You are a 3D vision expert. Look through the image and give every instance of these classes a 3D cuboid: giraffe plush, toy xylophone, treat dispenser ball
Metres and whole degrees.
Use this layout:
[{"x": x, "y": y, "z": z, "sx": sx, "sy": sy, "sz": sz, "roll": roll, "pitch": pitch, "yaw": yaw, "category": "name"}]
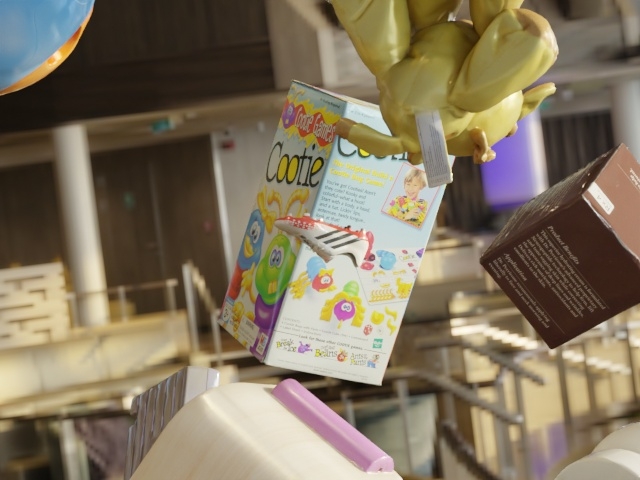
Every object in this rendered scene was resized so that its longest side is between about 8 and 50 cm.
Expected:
[{"x": 0.114, "y": -0.133, "z": 1.163, "sx": 0.181, "sy": 0.210, "sz": 0.170, "roll": 4, "pitch": -6, "yaw": 20, "category": "giraffe plush"}, {"x": -0.073, "y": 0.244, "z": 0.834, "sx": 0.236, "sy": 0.323, "sz": 0.081, "roll": 46, "pitch": 9, "yaw": 39, "category": "toy xylophone"}, {"x": -0.399, "y": -0.305, "z": 1.630, "sx": 0.288, "sy": 0.288, "sz": 0.288, "roll": -7, "pitch": 0, "yaw": 0, "category": "treat dispenser ball"}]

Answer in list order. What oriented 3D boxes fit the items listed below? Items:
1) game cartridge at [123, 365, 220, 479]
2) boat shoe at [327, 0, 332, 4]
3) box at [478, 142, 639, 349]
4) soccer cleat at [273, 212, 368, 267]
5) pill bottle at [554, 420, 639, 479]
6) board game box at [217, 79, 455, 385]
[{"x": -0.188, "y": 0.345, "z": 1.728, "sx": 0.068, "sy": 0.355, "sz": 0.230, "roll": 13, "pitch": -21, "yaw": -26, "category": "game cartridge"}, {"x": 0.085, "y": -0.378, "z": 1.508, "sx": 0.103, "sy": 0.118, "sz": 0.320, "roll": -26, "pitch": 29, "yaw": 52, "category": "boat shoe"}, {"x": 0.362, "y": 0.009, "z": 1.952, "sx": 0.203, "sy": 0.168, "sz": 0.167, "roll": -35, "pitch": 7, "yaw": 40, "category": "box"}, {"x": 0.000, "y": 0.000, "z": 1.210, "sx": 0.083, "sy": 0.036, "sz": 0.029, "roll": 13, "pitch": -12, "yaw": -11, "category": "soccer cleat"}, {"x": 0.439, "y": 0.305, "z": 1.703, "sx": 0.210, "sy": 0.210, "sz": 0.363, "roll": -7, "pitch": 2, "yaw": 44, "category": "pill bottle"}, {"x": 0.016, "y": -0.009, "z": 1.501, "sx": 0.144, "sy": 0.275, "sz": 0.142, "roll": 14, "pitch": 9, "yaw": -27, "category": "board game box"}]
